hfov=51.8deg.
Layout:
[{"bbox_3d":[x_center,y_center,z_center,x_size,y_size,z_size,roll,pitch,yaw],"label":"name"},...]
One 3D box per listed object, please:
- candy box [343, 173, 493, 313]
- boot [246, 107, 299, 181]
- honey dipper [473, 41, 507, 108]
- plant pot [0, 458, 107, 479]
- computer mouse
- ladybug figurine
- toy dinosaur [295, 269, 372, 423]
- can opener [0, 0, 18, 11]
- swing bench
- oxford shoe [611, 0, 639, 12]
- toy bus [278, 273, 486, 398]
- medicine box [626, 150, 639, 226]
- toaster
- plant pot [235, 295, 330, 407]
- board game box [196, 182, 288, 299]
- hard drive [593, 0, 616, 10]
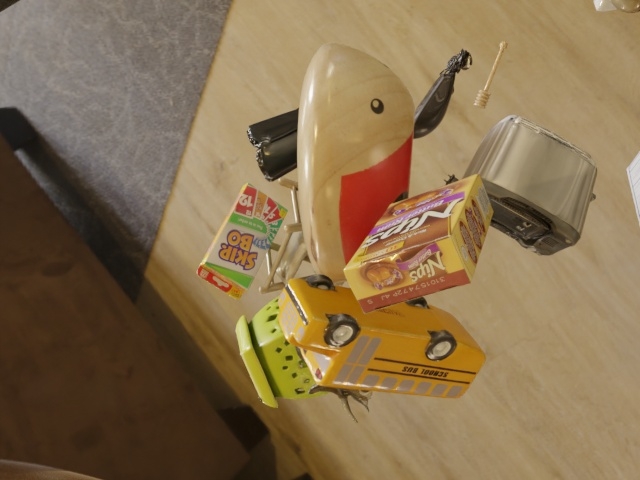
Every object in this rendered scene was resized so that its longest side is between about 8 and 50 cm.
[{"bbox_3d":[0.105,-0.003,0.660,0.109,0.186,0.053,-19,105,26],"label":"candy box"},{"bbox_3d":[-0.014,-0.163,1.303,0.207,0.094,0.246,-28,74,-2],"label":"boot"},{"bbox_3d":[0.401,-0.390,1.545,0.031,0.030,0.160,22,97,19],"label":"honey dipper"},{"bbox_3d":[-0.404,0.368,0.831,0.230,0.215,0.215,36,124,-23],"label":"plant pot"},{"bbox_3d":[0.318,-0.373,1.756,0.072,0.188,0.272,34,99,-6],"label":"computer mouse"},{"bbox_3d":[0.062,-0.102,1.049,0.162,0.304,0.449,4,145,6],"label":"ladybug figurine"},{"bbox_3d":[-0.010,0.159,1.157,0.121,0.313,0.160,-6,121,-16],"label":"toy dinosaur"},{"bbox_3d":[-0.383,-0.224,0.662,0.281,0.093,0.074,-17,79,30],"label":"can opener"},{"bbox_3d":[0.000,0.000,1.550,0.255,0.165,0.253,5,142,-18],"label":"swing bench"},{"bbox_3d":[0.525,-0.554,1.150,0.123,0.130,0.348,10,134,40],"label":"oxford shoe"},{"bbox_3d":[0.089,0.151,0.987,0.130,0.333,0.108,-63,33,23],"label":"toy bus"},{"bbox_3d":[0.941,-0.168,1.689,0.149,0.289,0.263,13,139,-3],"label":"medicine box"},{"bbox_3d":[0.310,-0.089,1.013,0.227,0.146,0.129,28,163,-1],"label":"toaster"},{"bbox_3d":[-0.096,0.291,1.742,0.207,0.228,0.227,-22,113,-5],"label":"plant pot"},{"bbox_3d":[-0.181,0.001,1.552,0.124,0.259,0.039,35,155,-20],"label":"board game box"},{"bbox_3d":[0.791,-0.676,1.495,0.233,0.353,0.047,-8,67,2],"label":"hard drive"}]
